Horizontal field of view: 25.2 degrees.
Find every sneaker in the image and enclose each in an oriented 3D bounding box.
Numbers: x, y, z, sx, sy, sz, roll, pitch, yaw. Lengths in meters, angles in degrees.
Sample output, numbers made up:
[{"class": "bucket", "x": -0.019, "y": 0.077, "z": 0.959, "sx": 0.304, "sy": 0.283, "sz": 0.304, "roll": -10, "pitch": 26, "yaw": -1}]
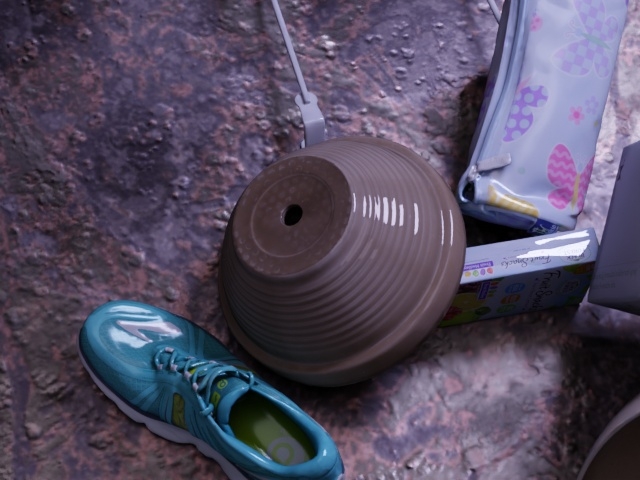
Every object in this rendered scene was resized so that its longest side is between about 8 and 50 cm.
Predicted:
[{"class": "sneaker", "x": -0.091, "y": 0.130, "z": 1.247, "sx": 0.275, "sy": 0.110, "sz": 0.107, "roll": 32, "pitch": 68, "yaw": 12}]

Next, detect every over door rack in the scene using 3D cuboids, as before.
[{"class": "over door rack", "x": 0.061, "y": -0.262, "z": 1.436, "sx": 0.240, "sy": 0.108, "sz": 0.324, "roll": -13, "pitch": 67, "yaw": -8}]

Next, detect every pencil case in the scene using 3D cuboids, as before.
[{"class": "pencil case", "x": 0.204, "y": -0.140, "z": 1.330, "sx": 0.124, "sy": 0.113, "sz": 0.273, "roll": 17, "pitch": 86, "yaw": -24}]

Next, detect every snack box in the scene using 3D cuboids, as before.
[{"class": "snack box", "x": 0.177, "y": 0.035, "z": 1.308, "sx": 0.141, "sy": 0.100, "sz": 0.037, "roll": -9, "pitch": 66, "yaw": -7}]

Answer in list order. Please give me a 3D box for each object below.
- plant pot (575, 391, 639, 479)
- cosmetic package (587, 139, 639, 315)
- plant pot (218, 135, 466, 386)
[{"class": "plant pot", "x": 0.359, "y": 0.201, "z": 1.175, "sx": 0.284, "sy": 0.284, "sz": 0.191, "roll": 25, "pitch": 29, "yaw": 8}, {"class": "cosmetic package", "x": 0.428, "y": 0.024, "z": 1.177, "sx": 0.366, "sy": 0.197, "sz": 0.155, "roll": 14, "pitch": 87, "yaw": 0}, {"class": "plant pot", "x": 0.000, "y": 0.000, "z": 1.258, "sx": 0.237, "sy": 0.110, "sz": 0.237, "roll": -12, "pitch": 61, "yaw": 22}]
